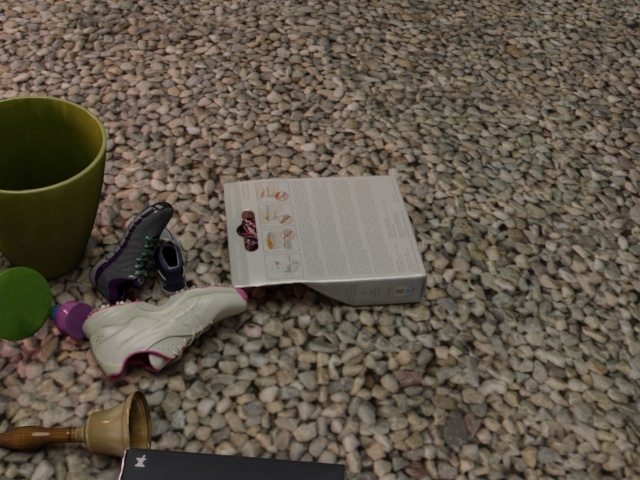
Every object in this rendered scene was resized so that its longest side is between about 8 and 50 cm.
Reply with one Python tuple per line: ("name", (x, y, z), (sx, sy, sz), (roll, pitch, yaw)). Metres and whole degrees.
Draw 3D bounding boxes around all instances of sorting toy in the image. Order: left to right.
("sorting toy", (-0.570, 0.096, 1.465), (0.126, 0.365, 0.127), (7, 78, 41))

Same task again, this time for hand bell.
("hand bell", (-0.410, 0.318, 1.387), (0.241, 0.126, 0.126), (-6, 45, 3))

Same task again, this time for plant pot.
("plant pot", (-0.532, -0.072, 1.608), (0.274, 0.294, 0.275), (4, 44, -3))

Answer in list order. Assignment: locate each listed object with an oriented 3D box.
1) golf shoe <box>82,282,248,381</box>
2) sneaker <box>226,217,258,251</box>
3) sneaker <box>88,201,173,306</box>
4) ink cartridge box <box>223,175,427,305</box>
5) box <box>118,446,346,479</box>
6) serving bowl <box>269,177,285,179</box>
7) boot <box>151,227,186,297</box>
("golf shoe", (-0.270, 0.168, 1.554), (0.306, 0.115, 0.140), (-13, 67, -20))
("sneaker", (-0.147, -0.005, 1.777), (0.119, 0.047, 0.057), (20, 57, 14))
("sneaker", (-0.340, 0.031, 1.626), (0.098, 0.224, 0.083), (49, 15, 23))
("ink cartridge box", (0.000, 0.000, 1.764), (0.384, 0.091, 0.308), (-3, 46, -8))
("box", (-0.127, 0.439, 1.148), (0.296, 0.294, 0.183), (5, 44, -2))
("serving bowl", (-0.093, -0.113, 1.901), (0.083, 0.027, 0.083), (5, 45, -5))
("boot", (-0.304, 0.018, 1.696), (0.069, 0.086, 0.190), (-12, 48, -19))
